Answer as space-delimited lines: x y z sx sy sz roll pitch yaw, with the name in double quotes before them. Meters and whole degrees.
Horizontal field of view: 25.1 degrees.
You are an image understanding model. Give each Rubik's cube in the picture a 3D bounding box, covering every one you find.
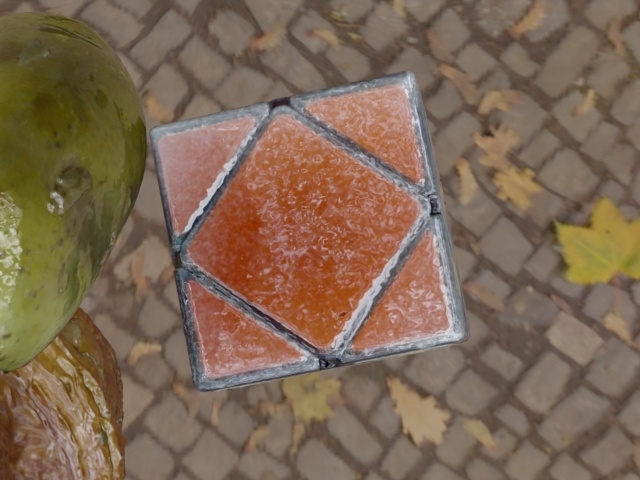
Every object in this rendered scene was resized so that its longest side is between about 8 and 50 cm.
"Rubik's cube" 0.000 0.000 1.124 0.207 0.205 0.205 -13 84 7

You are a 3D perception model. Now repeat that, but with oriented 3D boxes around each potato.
"potato" -0.169 -0.049 0.815 0.160 0.272 0.111 38 125 -13

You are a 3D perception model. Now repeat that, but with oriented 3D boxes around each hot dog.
"hot dog" -0.320 0.252 1.760 0.174 0.267 0.388 -2 112 -5
